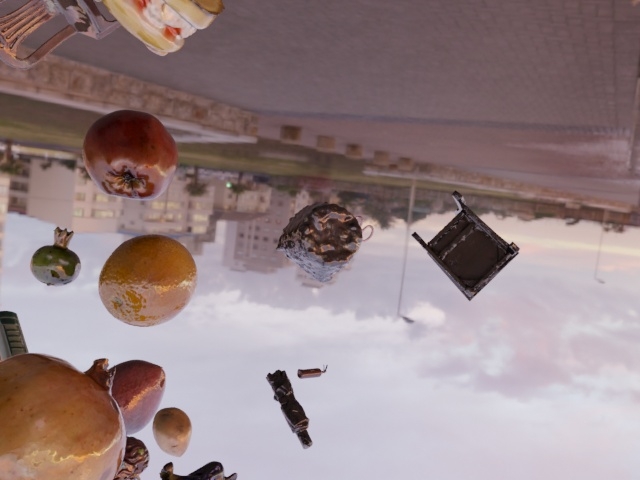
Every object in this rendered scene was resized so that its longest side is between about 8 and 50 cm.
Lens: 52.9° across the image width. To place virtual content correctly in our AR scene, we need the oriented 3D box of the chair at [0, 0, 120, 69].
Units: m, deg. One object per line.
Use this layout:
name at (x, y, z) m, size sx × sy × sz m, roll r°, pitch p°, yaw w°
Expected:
chair at (-0.577, -0.520, 1.437) m, size 0.183 × 0.326 × 0.175 m, roll 25°, pitch 156°, yaw 35°

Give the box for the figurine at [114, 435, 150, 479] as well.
figurine at (-0.509, 0.511, 1.460) m, size 0.240 × 0.115 × 0.175 m, roll -1°, pitch -155°, yaw -35°

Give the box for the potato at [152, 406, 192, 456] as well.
potato at (-0.432, 0.551, 1.861) m, size 0.112 × 0.112 × 0.147 m, roll 3°, pitch -139°, yaw -39°

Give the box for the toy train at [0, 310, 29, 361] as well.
toy train at (-0.886, 0.364, 1.870) m, size 0.087 × 0.088 × 0.407 m, roll 15°, pitch -155°, yaw -44°

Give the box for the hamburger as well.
hamburger at (-0.358, -0.539, 1.349) m, size 0.186 × 0.302 × 0.261 m, roll -30°, pitch 144°, yaw 21°

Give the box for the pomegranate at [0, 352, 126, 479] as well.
pomegranate at (-0.513, 0.356, 1.211) m, size 0.339 × 0.337 × 0.338 m, roll 7°, pitch -175°, yaw -1°

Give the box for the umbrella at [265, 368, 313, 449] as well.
umbrella at (-0.078, 0.463, 1.772) m, size 0.066 × 0.059 × 0.235 m, roll -15°, pitch -126°, yaw -26°

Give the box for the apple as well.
apple at (-0.459, -0.203, 1.553) m, size 0.234 × 0.233 × 0.234 m, roll 7°, pitch -175°, yaw -1°

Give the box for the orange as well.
orange at (-0.400, 0.093, 1.506) m, size 0.237 × 0.236 × 0.236 m, roll 7°, pitch -175°, yaw -1°

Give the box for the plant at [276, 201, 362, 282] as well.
plant at (0.000, 0.000, 1.197) m, size 0.132 × 0.129 × 0.194 m, roll 41°, pitch 169°, yaw -8°

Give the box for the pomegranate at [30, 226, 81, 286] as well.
pomegranate at (-0.616, 0.039, 1.511) m, size 0.115 × 0.142 × 0.114 m, roll 15°, pitch 177°, yaw 1°

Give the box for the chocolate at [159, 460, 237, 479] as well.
chocolate at (-0.340, 0.606, 1.549) m, size 0.344 × 0.148 × 0.126 m, roll -2°, pitch 166°, yaw -39°

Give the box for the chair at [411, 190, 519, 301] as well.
chair at (0.183, 0.012, 0.814) m, size 0.101 × 0.084 × 0.212 m, roll 47°, pitch -174°, yaw 14°

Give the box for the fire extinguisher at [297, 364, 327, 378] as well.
fire extinguisher at (-0.027, 0.350, 1.703) m, size 0.100 × 0.032 × 0.046 m, roll 6°, pitch 154°, yaw -45°

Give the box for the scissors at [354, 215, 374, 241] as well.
scissors at (0.079, 0.014, 1.840) m, size 0.085 × 0.176 × 0.022 m, roll 40°, pitch 178°, yaw -28°

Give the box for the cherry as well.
cherry at (-0.644, 0.520, 2.135) m, size 0.221 × 0.307 × 0.261 m, roll 42°, pitch 178°, yaw 20°
